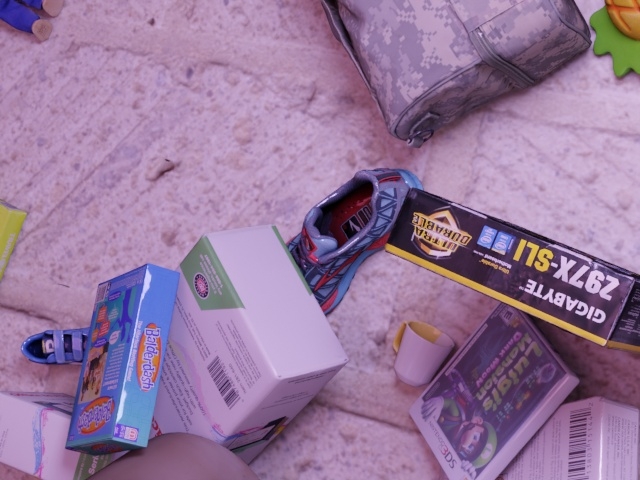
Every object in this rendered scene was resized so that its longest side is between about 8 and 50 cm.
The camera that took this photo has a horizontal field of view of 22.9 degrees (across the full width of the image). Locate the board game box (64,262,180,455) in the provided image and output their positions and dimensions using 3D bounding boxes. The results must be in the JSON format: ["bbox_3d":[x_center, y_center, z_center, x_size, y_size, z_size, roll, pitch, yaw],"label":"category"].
[{"bbox_3d":[-0.235,0.144,1.868,0.160,0.047,0.210,-19,57,59],"label":"board game box"}]

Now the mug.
[{"bbox_3d":[0.118,0.135,1.873,0.062,0.078,0.064,23,107,-3],"label":"mug"}]

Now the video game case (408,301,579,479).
[{"bbox_3d":[0.192,0.177,1.792,0.190,0.022,0.173,-51,34,14],"label":"video game case"}]

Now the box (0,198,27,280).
[{"bbox_3d":[-0.491,0.022,2.222,0.109,0.042,0.178,26,97,29],"label":"box"}]

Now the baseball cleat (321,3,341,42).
[{"bbox_3d":[0.009,-0.335,1.986,0.109,0.072,0.205,-15,72,41],"label":"baseball cleat"}]

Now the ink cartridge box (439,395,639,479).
[{"bbox_3d":[0.231,0.337,1.737,0.261,0.066,0.296,-20,58,51],"label":"ink cartridge box"}]

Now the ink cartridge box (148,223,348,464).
[{"bbox_3d":[-0.118,0.143,1.907,0.278,0.117,0.201,-49,61,42],"label":"ink cartridge box"}]

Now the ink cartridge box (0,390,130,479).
[{"bbox_3d":[-0.308,0.264,2.028,0.212,0.154,0.093,14,90,30],"label":"ink cartridge box"}]

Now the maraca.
[{"bbox_3d":[0.362,-0.270,1.759,0.127,0.099,0.185,57,134,38],"label":"maraca"}]

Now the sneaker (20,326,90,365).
[{"bbox_3d":[-0.336,0.143,2.113,0.144,0.059,0.053,-11,77,27],"label":"sneaker"}]

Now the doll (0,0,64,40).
[{"bbox_3d":[-0.454,-0.346,2.245,0.189,0.046,0.129,30,98,28],"label":"doll"}]

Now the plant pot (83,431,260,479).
[{"bbox_3d":[-0.195,0.373,1.793,0.323,0.280,0.323,15,128,20],"label":"plant pot"}]

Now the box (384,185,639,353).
[{"bbox_3d":[0.249,0.042,1.652,0.257,0.322,0.079,26,95,28],"label":"box"}]

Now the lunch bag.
[{"bbox_3d":[0.127,-0.292,1.815,0.256,0.212,0.305,-31,74,16],"label":"lunch bag"}]

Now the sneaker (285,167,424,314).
[{"bbox_3d":[0.000,0.000,1.906,0.262,0.125,0.104,-46,64,16],"label":"sneaker"}]
